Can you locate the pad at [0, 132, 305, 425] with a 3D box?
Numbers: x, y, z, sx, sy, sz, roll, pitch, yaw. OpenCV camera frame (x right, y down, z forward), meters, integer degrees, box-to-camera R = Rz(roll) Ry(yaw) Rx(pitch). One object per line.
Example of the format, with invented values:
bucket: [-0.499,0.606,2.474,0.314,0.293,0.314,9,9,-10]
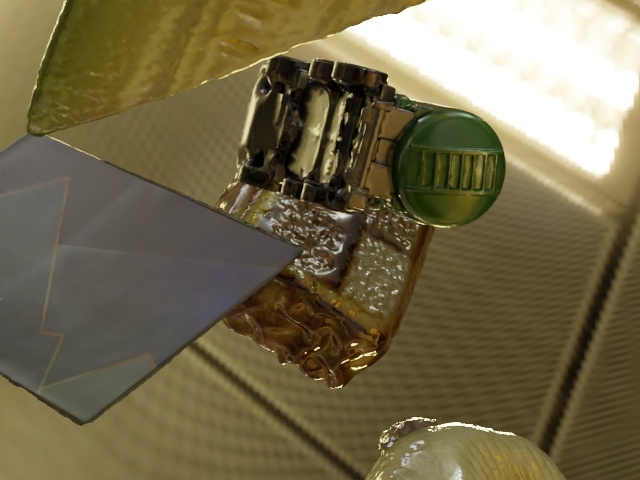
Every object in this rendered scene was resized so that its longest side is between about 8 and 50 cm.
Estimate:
pad: [-0.147,0.011,1.029,0.243,0.164,0.004,24,-40,39]

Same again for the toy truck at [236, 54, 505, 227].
toy truck: [0.030,-0.067,1.294,0.242,0.125,0.101,23,-80,66]

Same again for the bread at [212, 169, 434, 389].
bread: [0.000,0.000,1.531,0.181,0.222,0.096,36,-48,-10]

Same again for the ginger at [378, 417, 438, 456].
ginger: [0.122,0.248,1.668,0.122,0.084,0.290,-39,-140,-2]

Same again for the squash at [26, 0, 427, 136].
squash: [0.007,-0.131,0.802,0.288,0.203,0.111,124,-19,-53]

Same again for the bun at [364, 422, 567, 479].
bun: [0.089,0.209,1.058,0.127,0.222,0.222,-29,-106,23]
